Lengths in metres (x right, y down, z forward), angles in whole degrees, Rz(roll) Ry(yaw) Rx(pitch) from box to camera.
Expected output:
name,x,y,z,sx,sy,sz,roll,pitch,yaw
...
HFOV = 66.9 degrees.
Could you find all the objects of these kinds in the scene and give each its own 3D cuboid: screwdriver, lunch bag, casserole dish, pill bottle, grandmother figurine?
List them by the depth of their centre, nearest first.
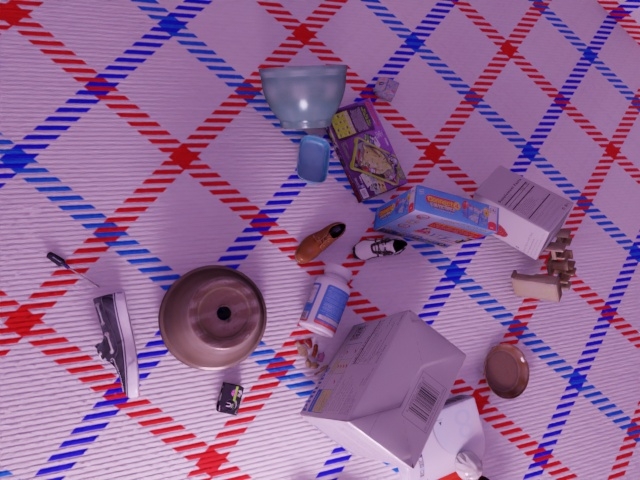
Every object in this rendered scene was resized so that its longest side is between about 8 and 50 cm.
name,x,y,z,sx,sy,sz,roll,pitch,yaw
screwdriver,-0.714,0.090,1.398,0.170,0.024,0.025,40,40,-9
pill bottle,0.025,0.191,1.573,0.124,0.124,0.221,27,73,-12
grandmother figurine,0.506,0.856,1.581,0.208,0.104,0.342,-18,97,-42
casserole dish,-0.028,-0.280,1.698,0.114,0.037,0.188,10,75,-16
lunch bag,0.248,-0.579,1.844,0.083,0.053,0.071,24,71,-3

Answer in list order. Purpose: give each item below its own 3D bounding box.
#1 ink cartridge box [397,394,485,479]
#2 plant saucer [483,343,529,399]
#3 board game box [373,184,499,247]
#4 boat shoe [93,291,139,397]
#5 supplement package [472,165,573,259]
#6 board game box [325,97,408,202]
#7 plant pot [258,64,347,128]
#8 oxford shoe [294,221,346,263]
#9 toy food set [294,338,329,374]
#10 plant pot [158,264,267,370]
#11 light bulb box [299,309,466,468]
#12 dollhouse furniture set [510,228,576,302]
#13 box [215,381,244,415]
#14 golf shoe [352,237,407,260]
name,x,y,z,sx,sy,sz,roll,pitch,yaw
ink cartridge box,0.417,0.749,1.611,0.308,0.091,0.385,-12,82,-20
plant saucer,0.677,0.479,1.782,0.198,0.036,0.199,4,79,-18
board game box,0.384,-0.071,1.652,0.308,0.302,0.086,13,75,-16
boat shoe,-0.576,0.297,1.358,0.102,0.108,0.301,-11,80,-21
supplement package,0.722,-0.104,1.775,0.293,0.177,0.175,36,66,27
board game box,0.160,-0.330,1.768,0.208,0.056,0.347,-23,87,-17
plant pot,-0.053,-0.478,1.621,0.293,0.293,0.196,-9,109,-20
oxford shoe,0.000,0.000,1.630,0.212,0.076,0.076,-39,95,-20
toy food set,-0.026,0.371,1.576,0.078,0.019,0.122,-26,80,-22
plant pot,-0.293,0.212,1.379,0.323,0.280,0.323,4,77,-17
light bulb box,0.171,0.428,1.420,0.225,0.361,0.358,39,64,-7
dollhouse furniture set,0.854,0.103,1.851,0.242,0.161,0.212,-52,131,-31
box,-0.272,0.474,1.453,0.062,0.052,0.083,17,75,-15
golf shoe,0.209,0.021,1.687,0.198,0.094,0.077,-10,84,-19
